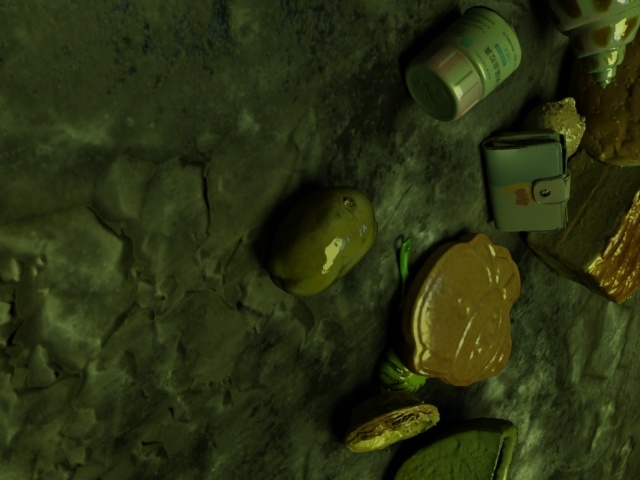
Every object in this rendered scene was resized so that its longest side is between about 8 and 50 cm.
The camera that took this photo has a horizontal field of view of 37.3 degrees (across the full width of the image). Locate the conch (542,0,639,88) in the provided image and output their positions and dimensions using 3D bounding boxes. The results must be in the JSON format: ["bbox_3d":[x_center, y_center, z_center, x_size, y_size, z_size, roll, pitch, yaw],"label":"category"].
[{"bbox_3d":[0.518,-0.481,1.731,0.249,0.197,0.368,-32,144,-59],"label":"conch"}]

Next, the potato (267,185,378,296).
[{"bbox_3d":[0.004,0.003,1.523,0.200,0.137,0.154,-40,138,-25],"label":"potato"}]

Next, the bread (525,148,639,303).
[{"bbox_3d":[0.635,-0.029,2.125,0.279,0.207,0.279,-57,143,-5],"label":"bread"}]

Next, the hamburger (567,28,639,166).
[{"bbox_3d":[0.622,-0.287,1.892,0.144,0.259,0.283,-25,112,-61],"label":"hamburger"}]

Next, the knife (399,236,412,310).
[{"bbox_3d":[0.165,0.060,1.821,0.078,0.022,0.166,-50,144,-37],"label":"knife"}]

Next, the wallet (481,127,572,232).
[{"bbox_3d":[0.415,-0.116,1.891,0.069,0.170,0.231,-74,157,-45],"label":"wallet"}]

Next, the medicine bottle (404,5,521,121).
[{"bbox_3d":[0.239,-0.295,1.592,0.168,0.135,0.135,-41,138,-20],"label":"medicine bottle"}]

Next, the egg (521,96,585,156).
[{"bbox_3d":[0.465,-0.220,1.897,0.118,0.116,0.140,-15,131,-13],"label":"egg"}]

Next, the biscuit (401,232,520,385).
[{"bbox_3d":[0.301,0.146,1.925,0.351,0.057,0.312,26,82,-43],"label":"biscuit"}]

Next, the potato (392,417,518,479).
[{"bbox_3d":[0.310,0.540,2.175,0.280,0.213,0.330,8,98,-68],"label":"potato"}]

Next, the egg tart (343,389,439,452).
[{"bbox_3d":[0.135,0.357,1.884,0.212,0.090,0.212,-13,156,-6],"label":"egg tart"}]

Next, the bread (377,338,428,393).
[{"bbox_3d":[0.180,0.257,1.928,0.139,0.071,0.130,16,106,-50],"label":"bread"}]
